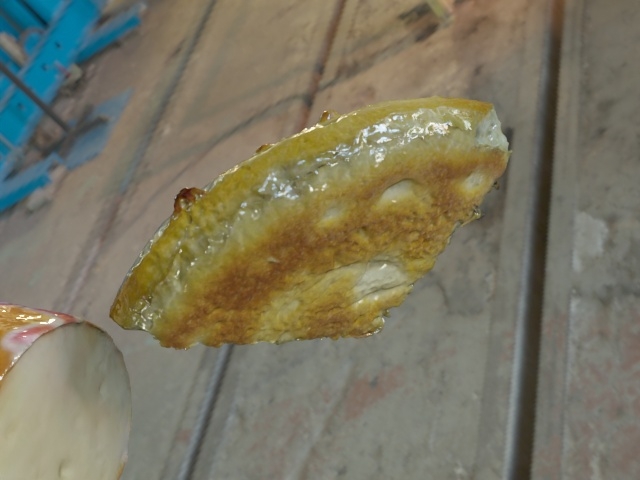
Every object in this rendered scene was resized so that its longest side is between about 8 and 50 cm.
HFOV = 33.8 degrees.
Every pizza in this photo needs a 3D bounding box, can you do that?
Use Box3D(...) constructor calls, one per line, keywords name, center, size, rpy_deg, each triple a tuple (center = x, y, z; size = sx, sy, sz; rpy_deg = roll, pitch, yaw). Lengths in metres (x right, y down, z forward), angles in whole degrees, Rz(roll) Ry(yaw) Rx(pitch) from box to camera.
Box3D(name="pizza", center=(0.000, 0.000, 0.825), size=(0.336, 0.226, 0.086), rpy_deg=(-29, 52, -6))

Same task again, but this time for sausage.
Box3D(name="sausage", center=(-0.333, 0.151, 0.874), size=(0.287, 0.233, 0.233), rpy_deg=(11, 54, 17))
